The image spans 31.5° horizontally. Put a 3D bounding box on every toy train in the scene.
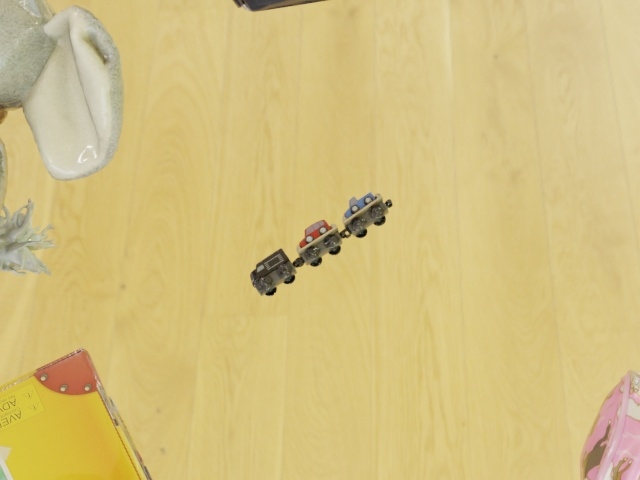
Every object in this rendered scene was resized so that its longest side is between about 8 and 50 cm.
[{"bbox_3d":[0.000,0.000,1.103,0.158,0.027,0.036,-33,66,-6],"label":"toy train"}]

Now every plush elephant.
[{"bbox_3d":[-0.293,-0.109,0.836,0.272,0.330,0.255,27,100,36],"label":"plush elephant"}]

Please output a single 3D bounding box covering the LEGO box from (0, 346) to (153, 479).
[{"bbox_3d":[-0.367,0.389,1.099,0.500,0.193,0.372,-25,55,-14],"label":"LEGO box"}]

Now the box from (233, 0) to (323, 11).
[{"bbox_3d":[0.067,-0.274,0.597,0.395,0.318,0.097,-2,60,24],"label":"box"}]

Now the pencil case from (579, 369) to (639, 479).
[{"bbox_3d":[0.442,0.261,1.114,0.386,0.160,0.167,20,51,7],"label":"pencil case"}]
